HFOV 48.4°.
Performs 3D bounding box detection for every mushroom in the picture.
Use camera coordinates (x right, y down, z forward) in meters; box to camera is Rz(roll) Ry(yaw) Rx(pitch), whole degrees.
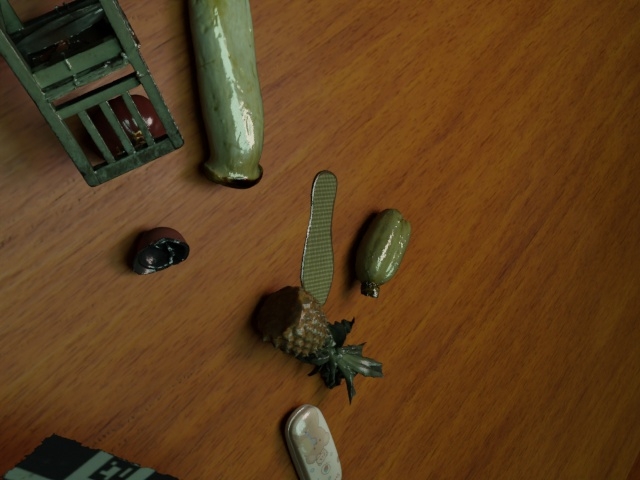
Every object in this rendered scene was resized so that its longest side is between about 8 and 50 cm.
[{"bbox_3d":[-0.134,-0.229,1.042,0.100,0.081,0.312,-18,109,-50],"label":"mushroom"}]

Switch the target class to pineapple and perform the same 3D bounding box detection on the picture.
[{"bbox_3d":[0.002,0.188,1.238,0.277,0.119,0.130,43,47,-44],"label":"pineapple"}]

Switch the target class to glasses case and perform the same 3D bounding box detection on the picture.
[{"bbox_3d":[-0.012,0.390,1.302,0.081,0.051,0.204,-40,124,-37],"label":"glasses case"}]

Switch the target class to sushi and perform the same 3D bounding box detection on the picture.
[{"bbox_3d":[-0.303,0.357,0.945,0.296,0.100,0.373,-41,131,12],"label":"sushi"}]

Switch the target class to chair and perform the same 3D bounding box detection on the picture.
[{"bbox_3d":[-0.279,-0.220,0.819,0.136,0.147,0.270,-26,138,-5],"label":"chair"}]

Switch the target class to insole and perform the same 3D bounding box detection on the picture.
[{"bbox_3d":[0.000,0.000,1.279,0.086,0.005,0.253,-3,99,-47],"label":"insole"}]

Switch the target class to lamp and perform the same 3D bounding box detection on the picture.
[{"bbox_3d":[-0.251,-0.143,0.925,0.101,0.090,0.101,-28,149,-19],"label":"lamp"}]

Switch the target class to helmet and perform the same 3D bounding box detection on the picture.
[{"bbox_3d":[-0.231,0.008,1.002,0.084,0.049,0.065,-18,147,-16],"label":"helmet"}]

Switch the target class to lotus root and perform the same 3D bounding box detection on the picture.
[{"bbox_3d":[0.112,0.024,1.349,0.090,0.077,0.183,37,68,-36],"label":"lotus root"}]
